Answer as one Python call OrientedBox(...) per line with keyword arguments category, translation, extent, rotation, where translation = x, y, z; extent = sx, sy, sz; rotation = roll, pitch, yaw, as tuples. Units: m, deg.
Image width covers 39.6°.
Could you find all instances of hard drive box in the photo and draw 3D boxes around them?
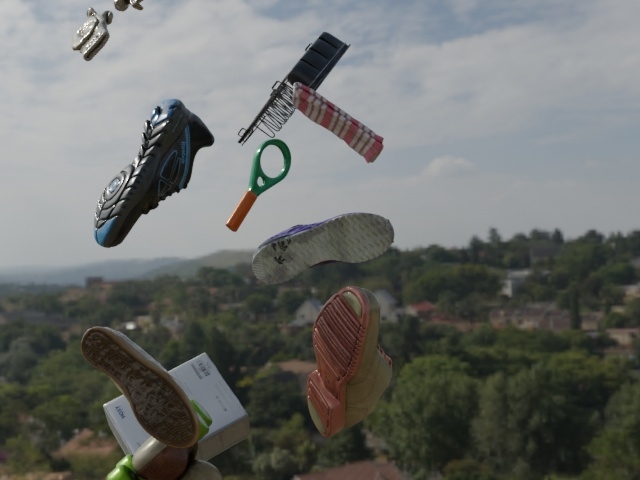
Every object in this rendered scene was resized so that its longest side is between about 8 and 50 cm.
OrientedBox(category="hard drive box", translation=(-0.285, 0.359, 1.772), extent=(0.232, 0.181, 0.089), rotation=(-25, -36, -22))

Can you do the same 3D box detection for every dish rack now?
OrientedBox(category="dish rack", translation=(-0.064, -0.301, 1.839), extent=(0.271, 0.074, 0.208), rotation=(-44, 9, 42))

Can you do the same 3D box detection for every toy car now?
OrientedBox(category="toy car", translation=(-0.189, 0.358, 1.308), extent=(0.155, 0.188, 0.149), rotation=(-41, 0, -5))

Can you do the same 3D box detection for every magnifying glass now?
OrientedBox(category="magnifying glass", translation=(-0.136, -0.120, 1.911), extent=(0.026, 0.231, 0.092), rotation=(4, -33, 47))

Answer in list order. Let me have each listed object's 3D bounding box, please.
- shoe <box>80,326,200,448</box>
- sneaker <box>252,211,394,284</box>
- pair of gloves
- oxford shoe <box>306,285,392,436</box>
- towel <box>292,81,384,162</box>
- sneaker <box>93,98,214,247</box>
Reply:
OrientedBox(category="shoe", translation=(-0.235, 0.194, 1.205), extent=(0.219, 0.076, 0.058), rotation=(42, 7, 19))
OrientedBox(category="sneaker", translation=(-0.001, -0.001, 1.812), extent=(0.294, 0.102, 0.146), rotation=(-14, 12, -4))
OrientedBox(category="pair of gloves", translation=(-0.425, -0.478, 1.840), extent=(0.042, 0.240, 0.204), rotation=(39, 0, -36))
OrientedBox(category="oxford shoe", translation=(0.071, 0.226, 1.754), extent=(0.147, 0.140, 0.397), rotation=(-14, -39, -25))
OrientedBox(category="towel", translation=(0.028, -0.214, 1.624), extent=(0.197, 0.029, 0.144), rotation=(34, -5, 1))
OrientedBox(category="sneaker", translation=(-0.340, -0.120, 1.837), extent=(0.140, 0.340, 0.125), rotation=(37, -10, -38))
